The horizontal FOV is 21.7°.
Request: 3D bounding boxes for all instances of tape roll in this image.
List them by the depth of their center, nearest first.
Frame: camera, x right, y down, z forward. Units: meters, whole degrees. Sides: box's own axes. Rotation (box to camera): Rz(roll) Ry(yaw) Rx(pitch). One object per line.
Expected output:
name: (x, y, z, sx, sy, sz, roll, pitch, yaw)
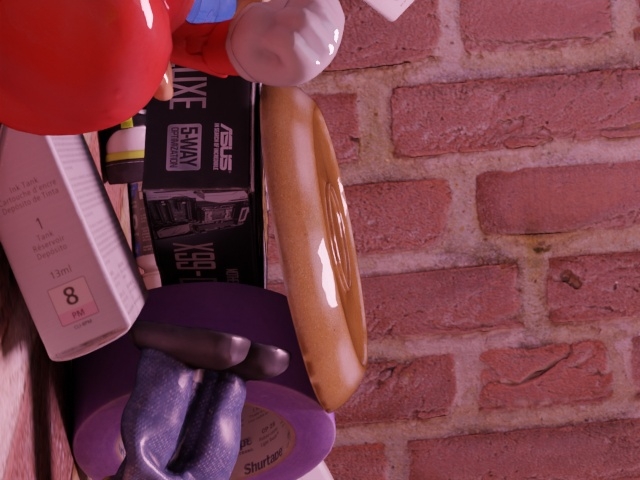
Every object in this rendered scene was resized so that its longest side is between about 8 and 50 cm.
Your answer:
tape roll: (-0.085, 0.113, 1.204, 0.189, 0.189, 0.080, 89, -4, -56)

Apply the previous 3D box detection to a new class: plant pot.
plant pot: (0.000, 0.000, 1.148, 0.236, 0.032, 0.236, -10, 90, -83)

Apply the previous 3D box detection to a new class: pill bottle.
pill bottle: (-0.182, -0.007, 1.957, 0.078, 0.078, 0.137, 103, -18, -82)

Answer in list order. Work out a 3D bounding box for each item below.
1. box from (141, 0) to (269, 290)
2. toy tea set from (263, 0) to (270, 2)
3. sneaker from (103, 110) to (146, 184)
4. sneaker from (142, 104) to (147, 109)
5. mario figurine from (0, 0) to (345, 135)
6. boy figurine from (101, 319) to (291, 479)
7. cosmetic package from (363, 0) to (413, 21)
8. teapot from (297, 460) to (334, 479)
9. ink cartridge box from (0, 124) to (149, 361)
box: (-0.079, -0.065, 1.237, 0.307, 0.076, 0.242, 90, 0, -61)
toy tea set: (-0.117, -0.294, 1.480, 0.336, 0.124, 0.200, 58, 24, -30)
sneaker: (-0.178, -0.113, 1.705, 0.235, 0.084, 0.097, -123, -155, -84)
sneaker: (-0.164, -0.167, 1.248, 0.221, 0.087, 0.128, 139, -52, -86)
mario figurine: (-0.091, -0.160, 0.871, 0.320, 0.198, 0.170, -79, 160, -76)
boy figurine: (-0.102, 0.193, 1.023, 0.177, 0.092, 0.285, 29, 69, -56)
cosmetic package: (-0.028, -0.290, 0.981, 0.217, 0.156, 0.385, 47, 11, 20)
teapot: (-0.098, 0.293, 1.663, 0.253, 0.187, 0.256, 58, 22, -12)
ink cartridge box: (-0.171, -0.052, 0.992, 0.189, 0.066, 0.232, -124, -172, -86)
